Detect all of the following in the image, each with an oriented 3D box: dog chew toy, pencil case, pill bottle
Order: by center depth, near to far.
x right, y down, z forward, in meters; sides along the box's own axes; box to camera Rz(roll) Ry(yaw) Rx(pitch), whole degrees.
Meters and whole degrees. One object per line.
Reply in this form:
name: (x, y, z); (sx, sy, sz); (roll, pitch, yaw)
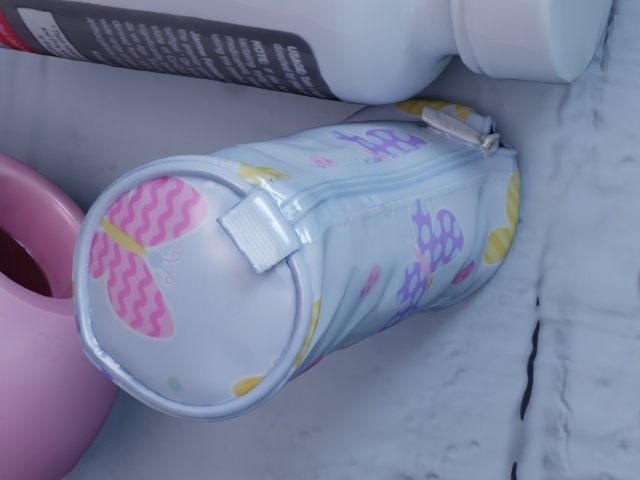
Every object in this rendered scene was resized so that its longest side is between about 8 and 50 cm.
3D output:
pencil case: (0.000, 0.000, 0.885); (0.124, 0.273, 0.113); (-21, 90, 29)
pill bottle: (-0.021, -0.161, 0.936); (0.319, 0.176, 0.176); (11, 96, 21)
dog chew toy: (-0.256, 0.097, 1.037); (0.332, 0.206, 0.206); (-43, 76, 26)
